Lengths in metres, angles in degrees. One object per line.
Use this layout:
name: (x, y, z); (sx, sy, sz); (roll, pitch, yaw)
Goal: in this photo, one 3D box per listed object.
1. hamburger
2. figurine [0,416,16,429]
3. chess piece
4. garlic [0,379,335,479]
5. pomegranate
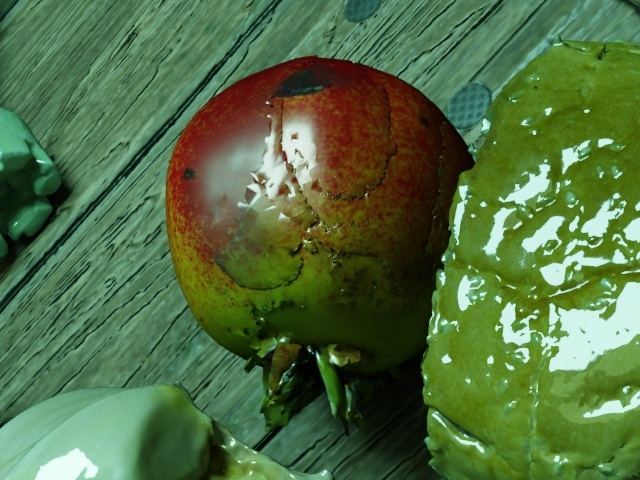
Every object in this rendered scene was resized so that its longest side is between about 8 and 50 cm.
hamburger: (0.182, 0.026, 0.682); (0.211, 0.132, 0.309); (10, 73, 42)
figurine: (-0.253, 0.194, 0.914); (0.275, 0.161, 0.158); (27, 49, 37)
chess piece: (-0.357, -0.121, 1.147); (0.194, 0.194, 0.299); (-48, 57, 9)
garlic: (-0.102, 0.211, 0.757); (0.281, 0.185, 0.203); (35, 48, 12)
pomegranate: (0.000, 0.000, 0.788); (0.210, 0.210, 0.235); (-6, 67, 36)
